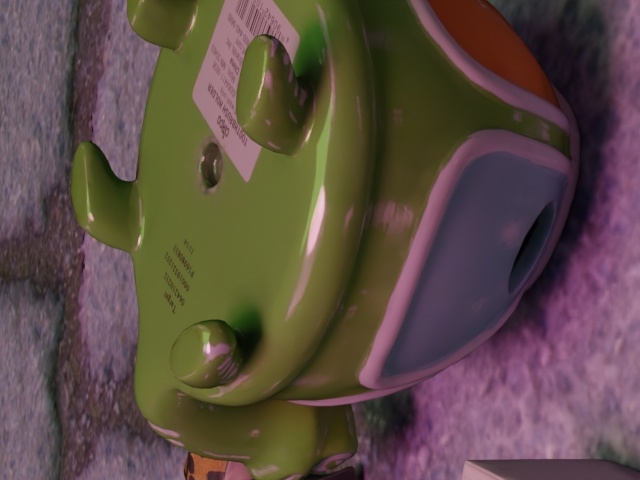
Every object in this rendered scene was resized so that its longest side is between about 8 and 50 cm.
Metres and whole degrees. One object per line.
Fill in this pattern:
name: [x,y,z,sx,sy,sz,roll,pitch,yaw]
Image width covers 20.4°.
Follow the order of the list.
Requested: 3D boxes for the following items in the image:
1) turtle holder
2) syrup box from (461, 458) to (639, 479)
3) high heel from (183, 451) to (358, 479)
turtle holder: [0.010,-0.004,0.971,0.243,0.227,0.320,11,97,60]
syrup box: [0.114,0.234,0.888,0.096,0.093,0.237,22,106,60]
high heel: [-0.056,0.069,1.214,0.186,0.093,0.261,-8,89,55]
